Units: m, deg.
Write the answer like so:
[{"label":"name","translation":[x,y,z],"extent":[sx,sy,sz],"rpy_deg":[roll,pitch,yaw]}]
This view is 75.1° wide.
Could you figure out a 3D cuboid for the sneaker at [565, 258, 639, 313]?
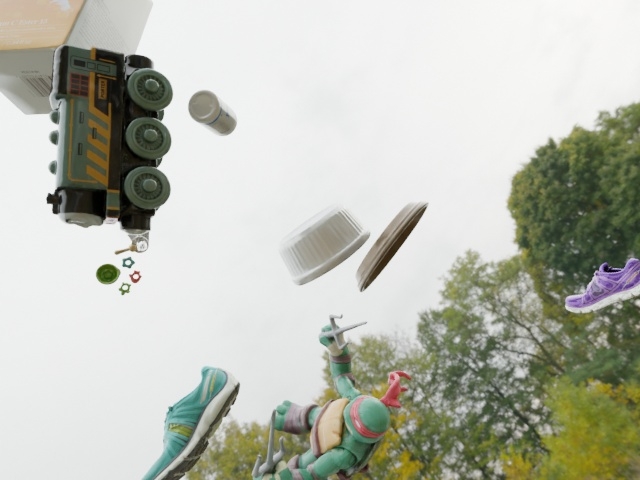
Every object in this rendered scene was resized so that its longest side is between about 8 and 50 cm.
[{"label":"sneaker","translation":[0.510,0.081,0.744],"extent":[0.068,0.071,0.170],"rpy_deg":[-12,-22,-24]}]

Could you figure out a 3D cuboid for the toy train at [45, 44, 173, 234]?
[{"label":"toy train","translation":[-0.371,-0.177,0.740],"extent":[0.190,0.142,0.333],"rpy_deg":[2,-95,-29]}]

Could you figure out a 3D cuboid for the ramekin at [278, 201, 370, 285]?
[{"label":"ramekin","translation":[0.000,0.000,1.197],"extent":[0.273,0.127,0.273],"rpy_deg":[-34,8,5]}]

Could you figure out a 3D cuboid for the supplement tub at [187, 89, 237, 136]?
[{"label":"supplement tub","translation":[-0.228,-0.269,0.886],"extent":[0.071,0.071,0.107],"rpy_deg":[-47,-8,6]}]

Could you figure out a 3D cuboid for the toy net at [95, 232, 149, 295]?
[{"label":"toy net","translation":[-0.628,0.059,1.381],"extent":[0.232,0.122,0.045],"rpy_deg":[-63,11,-25]}]

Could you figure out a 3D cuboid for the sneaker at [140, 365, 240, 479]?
[{"label":"sneaker","translation":[-0.281,0.392,0.870],"extent":[0.275,0.110,0.107],"rpy_deg":[-56,-15,-30]}]

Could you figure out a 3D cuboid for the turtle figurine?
[{"label":"turtle figurine","translation":[0.002,0.190,0.423],"extent":[0.175,0.118,0.234],"rpy_deg":[-54,-3,-44]}]

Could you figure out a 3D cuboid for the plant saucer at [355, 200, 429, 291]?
[{"label":"plant saucer","translation":[0.172,0.010,1.036],"extent":[0.278,0.041,0.278],"rpy_deg":[-50,-13,-15]}]

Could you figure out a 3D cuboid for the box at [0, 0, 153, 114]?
[{"label":"box","translation":[-0.530,-0.456,0.882],"extent":[0.215,0.345,0.168],"rpy_deg":[0,-26,8]}]
